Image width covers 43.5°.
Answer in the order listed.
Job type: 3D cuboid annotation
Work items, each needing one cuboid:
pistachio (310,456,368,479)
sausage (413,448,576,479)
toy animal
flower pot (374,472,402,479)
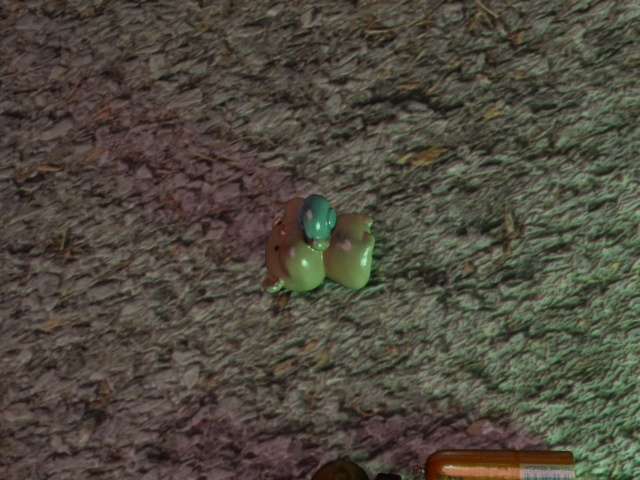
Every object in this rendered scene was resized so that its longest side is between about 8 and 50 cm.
[{"bbox_3d":[0.048,0.541,1.600,0.131,0.165,0.210,-12,81,-13],"label":"pistachio"},{"bbox_3d":[0.343,0.464,1.601,0.313,0.093,0.092,-2,72,11],"label":"sausage"},{"bbox_3d":[0.005,0.014,1.769,0.221,0.229,0.209,25,42,-22],"label":"toy animal"},{"bbox_3d":[0.156,0.590,1.572,0.084,0.179,0.250,11,74,-16],"label":"flower pot"}]
